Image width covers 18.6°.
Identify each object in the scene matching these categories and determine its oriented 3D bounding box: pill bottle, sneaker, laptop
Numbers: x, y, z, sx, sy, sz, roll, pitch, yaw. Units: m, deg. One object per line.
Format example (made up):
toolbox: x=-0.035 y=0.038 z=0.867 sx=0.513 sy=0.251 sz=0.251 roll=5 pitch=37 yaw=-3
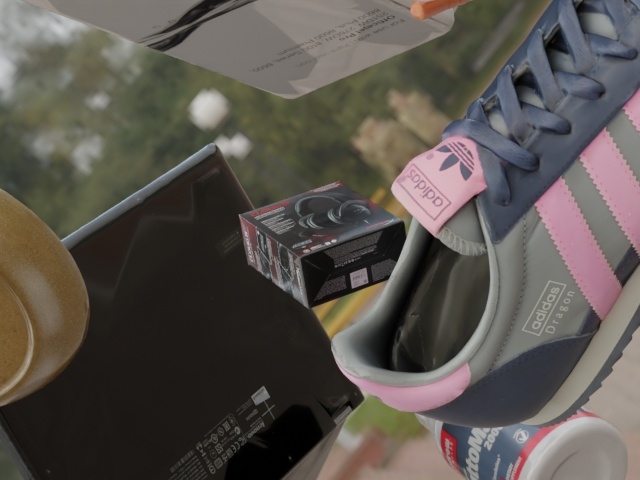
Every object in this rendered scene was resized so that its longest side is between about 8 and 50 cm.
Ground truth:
pill bottle: x=0.157 y=0.159 z=1.609 sx=0.108 sy=0.108 sz=0.180 roll=-51 pitch=39 yaw=-3
sneaker: x=0.109 y=-0.043 z=0.909 sx=0.112 sy=0.131 sz=0.319 roll=48 pitch=126 yaw=47
laptop: x=-0.159 y=0.198 z=1.609 sx=0.236 sy=0.408 sz=0.382 roll=-25 pitch=8 yaw=35

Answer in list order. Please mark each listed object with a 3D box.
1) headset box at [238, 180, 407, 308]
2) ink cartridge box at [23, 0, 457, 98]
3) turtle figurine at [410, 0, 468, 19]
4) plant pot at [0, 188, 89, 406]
headset box: x=0.000 y=0.000 z=1.029 sx=0.062 sy=0.032 sz=0.083 roll=-19 pitch=27 yaw=-21
ink cartridge box: x=-0.100 y=-0.287 z=1.295 sx=0.166 sy=0.285 sz=0.395 roll=-21 pitch=-24 yaw=35
turtle figurine: x=0.057 y=-0.214 z=0.917 sx=0.269 sy=0.087 sz=0.217 roll=0 pitch=-80 yaw=-57
plant pot: x=-0.258 y=0.036 z=1.180 sx=0.236 sy=0.236 sz=0.032 roll=-49 pitch=23 yaw=44
